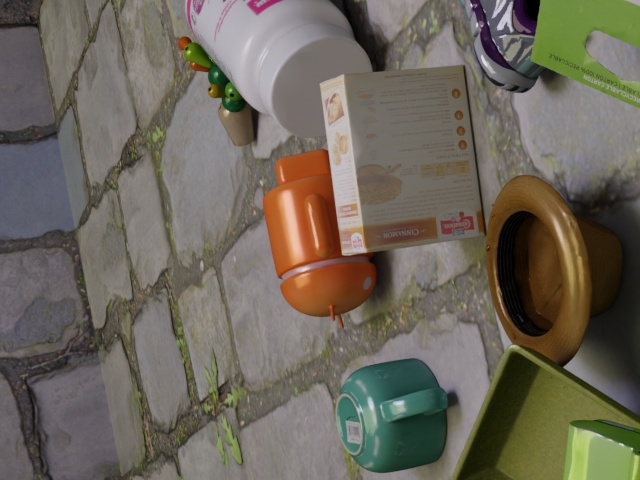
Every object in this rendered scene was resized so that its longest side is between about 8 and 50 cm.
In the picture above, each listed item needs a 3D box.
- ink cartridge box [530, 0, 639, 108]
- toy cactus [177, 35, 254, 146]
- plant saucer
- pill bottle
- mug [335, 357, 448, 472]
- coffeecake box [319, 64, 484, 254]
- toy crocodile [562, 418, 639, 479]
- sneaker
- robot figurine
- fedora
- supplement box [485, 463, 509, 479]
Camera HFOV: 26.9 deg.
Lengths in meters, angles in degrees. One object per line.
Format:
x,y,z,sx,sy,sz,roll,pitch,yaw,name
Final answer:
0.219,-0.202,0.984,0.188,0.097,0.255,30,133,33,ink cartridge box
-0.131,-0.230,1.975,0.219,0.112,0.181,40,152,55,toy cactus
0.226,0.198,1.184,0.188,0.045,0.188,33,129,21,plant saucer
-0.053,-0.251,1.672,0.283,0.160,0.160,-128,37,-49,pill bottle
0.079,0.201,1.582,0.129,0.097,0.158,-120,31,-42,mug
0.087,-0.085,1.418,0.068,0.142,0.186,173,90,-68,coffeecake box
0.317,0.201,0.921,0.340,0.105,0.115,18,107,35,toy crocodile
0.177,-0.254,1.270,0.098,0.083,0.224,-39,64,40,sneaker
0.001,0.000,1.672,0.158,0.128,0.220,-27,70,50,robot figurine
0.220,0.026,1.223,0.194,0.079,0.194,171,90,-72,fedora
0.217,0.304,1.282,0.081,0.104,0.188,123,135,-58,supplement box
